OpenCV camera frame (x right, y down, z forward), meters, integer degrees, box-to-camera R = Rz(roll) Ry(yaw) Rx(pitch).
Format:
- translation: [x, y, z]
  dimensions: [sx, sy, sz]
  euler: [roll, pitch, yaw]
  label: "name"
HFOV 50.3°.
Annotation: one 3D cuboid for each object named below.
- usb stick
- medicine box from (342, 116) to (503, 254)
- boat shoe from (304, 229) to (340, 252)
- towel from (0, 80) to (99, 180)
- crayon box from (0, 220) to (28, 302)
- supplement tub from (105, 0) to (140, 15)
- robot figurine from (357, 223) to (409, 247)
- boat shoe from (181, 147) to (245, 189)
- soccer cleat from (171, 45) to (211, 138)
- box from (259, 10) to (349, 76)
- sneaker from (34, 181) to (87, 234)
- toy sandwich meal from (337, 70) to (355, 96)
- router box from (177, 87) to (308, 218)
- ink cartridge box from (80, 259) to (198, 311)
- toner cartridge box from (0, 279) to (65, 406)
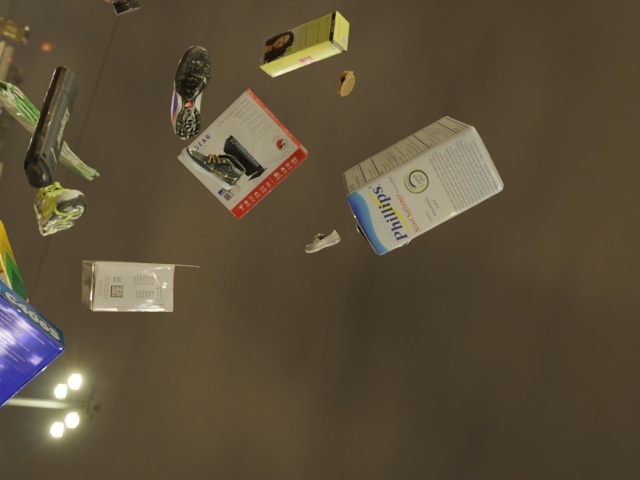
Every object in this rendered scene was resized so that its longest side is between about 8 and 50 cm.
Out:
- translation: [-0.479, -0.209, 1.223]
  dimensions: [0.077, 0.045, 0.278]
  euler: [105, -14, -47]
  label: "usb stick"
- translation: [0.204, -0.127, 1.466]
  dimensions: [0.289, 0.149, 0.263]
  euler: [-29, -167, 7]
  label: "medicine box"
- translation: [0.000, 0.000, 1.649]
  dimensions: [0.100, 0.035, 0.035]
  euler: [-20, -159, 32]
  label: "boat shoe"
- translation: [-0.743, -0.298, 1.805]
  dimensions: [0.038, 0.325, 0.248]
  euler: [-50, -139, -15]
  label: "towel"
- translation: [-1.035, 0.071, 2.058]
  dimensions: [0.081, 0.202, 0.319]
  euler: [-43, 116, -84]
  label: "crayon box"
- translation: [-0.565, -0.728, 1.877]
  dimensions: [0.106, 0.106, 0.198]
  euler: [8, -58, 54]
  label: "supplement tub"
- translation: [0.225, -0.096, 1.944]
  dimensions: [0.209, 0.174, 0.278]
  euler: [22, -127, 34]
  label: "robot figurine"
- translation: [-0.308, -0.230, 1.984]
  dimensions: [0.083, 0.183, 0.065]
  euler: [-43, -153, 29]
  label: "boat shoe"
- translation: [-0.405, -0.461, 2.068]
  dimensions: [0.116, 0.108, 0.318]
  euler: [60, -33, 35]
  label: "soccer cleat"
- translation: [-0.042, -0.479, 1.679]
  dimensions: [0.232, 0.058, 0.087]
  euler: [-10, -116, 34]
  label: "box"
- translation: [-0.870, -0.117, 2.224]
  dimensions: [0.384, 0.145, 0.147]
  euler: [-17, -86, 56]
  label: "sneaker"
- translation: [0.082, -0.510, 2.220]
  dimensions: [0.029, 0.085, 0.086]
  euler: [32, -74, 20]
  label: "toy sandwich meal"
- translation: [-0.264, -0.292, 2.333]
  dimensions: [0.335, 0.301, 0.082]
  euler: [-41, -166, 15]
  label: "router box"
- translation: [-0.500, 0.123, 1.869]
  dimensions: [0.309, 0.271, 0.130]
  euler: [177, -85, -66]
  label: "ink cartridge box"
- translation: [-0.590, 0.107, 1.073]
  dimensions: [0.165, 0.348, 0.075]
  euler: [-42, -151, -7]
  label: "toner cartridge box"
